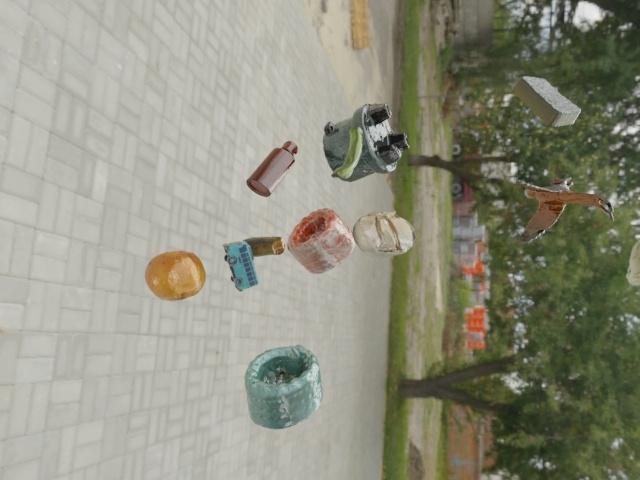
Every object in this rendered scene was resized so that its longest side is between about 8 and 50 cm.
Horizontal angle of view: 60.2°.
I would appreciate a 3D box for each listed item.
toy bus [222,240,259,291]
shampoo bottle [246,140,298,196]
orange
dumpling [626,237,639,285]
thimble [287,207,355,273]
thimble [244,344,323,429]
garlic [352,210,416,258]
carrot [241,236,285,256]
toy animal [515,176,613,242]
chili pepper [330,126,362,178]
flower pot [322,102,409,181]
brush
[{"bbox_3d":[-0.264,0.079,1.839,0.079,0.092,0.160,-162,-126,-69],"label":"toy bus"},{"bbox_3d":[-0.167,-0.273,2.047,0.260,0.102,0.064,-58,175,-37],"label":"shampoo bottle"},{"bbox_3d":[-0.464,0.117,1.781,0.193,0.193,0.161,15,62,-74],"label":"orange"},{"bbox_3d":[0.839,0.027,1.342,0.252,0.131,0.179,-40,162,-11],"label":"dumpling"},{"bbox_3d":[0.000,0.000,2.064,0.162,0.239,0.239,51,35,-27],"label":"thimble"},{"bbox_3d":[-0.098,0.392,1.515,0.235,0.198,0.143,-31,126,-44],"label":"thimble"},{"bbox_3d":[0.214,-0.001,1.961,0.142,0.230,0.178,124,-37,-46],"label":"garlic"},{"bbox_3d":[-0.228,0.024,2.157,0.082,0.173,0.082,10,79,-62],"label":"carrot"},{"bbox_3d":[0.791,-0.148,1.780,0.302,0.284,0.225,-46,126,-50],"label":"toy animal"},{"bbox_3d":[0.084,-0.237,1.546,0.050,0.052,0.201,54,45,-41],"label":"chili pepper"},{"bbox_3d":[0.184,-0.399,2.168,0.299,0.283,0.299,27,55,-48],"label":"flower pot"},{"bbox_3d":[0.704,-0.437,1.722,0.197,0.123,0.059,58,-39,31],"label":"brush"}]
